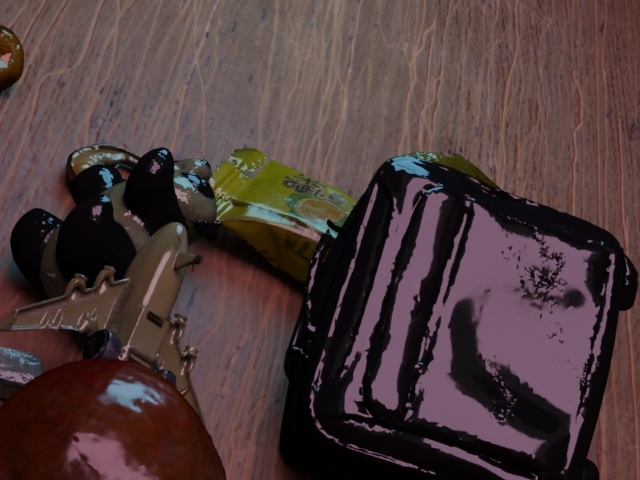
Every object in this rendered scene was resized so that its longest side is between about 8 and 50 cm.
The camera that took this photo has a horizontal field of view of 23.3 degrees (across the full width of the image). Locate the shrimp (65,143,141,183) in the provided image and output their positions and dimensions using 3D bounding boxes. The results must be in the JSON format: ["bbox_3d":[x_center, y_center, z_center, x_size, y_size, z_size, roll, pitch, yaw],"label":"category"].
[{"bbox_3d":[-0.205,-0.051,1.767,0.178,0.034,0.124,35,32,11],"label":"shrimp"}]

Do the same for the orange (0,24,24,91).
[{"bbox_3d":[-0.386,-0.208,1.801,0.086,0.062,0.086,5,82,-45],"label":"orange"}]

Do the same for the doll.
[{"bbox_3d":[-0.207,-0.012,1.625,0.234,0.143,0.135,-46,117,-35],"label":"doll"}]

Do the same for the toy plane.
[{"bbox_3d":[-0.185,0.095,1.497,0.242,0.104,0.256,36,74,-30],"label":"toy plane"}]

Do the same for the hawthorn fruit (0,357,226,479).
[{"bbox_3d":[-0.199,0.228,1.308,0.258,0.258,0.262,13,14,-19],"label":"hawthorn fruit"}]

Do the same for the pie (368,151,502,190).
[{"bbox_3d":[0.175,0.004,1.851,0.277,0.078,0.277,32,38,-29],"label":"pie"}]

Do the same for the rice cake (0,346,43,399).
[{"bbox_3d":[-0.381,0.111,1.471,0.245,0.042,0.045,13,53,-18],"label":"rice cake"}]

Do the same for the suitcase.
[{"bbox_3d":[0.136,0.113,1.617,0.339,0.188,0.345,20,64,-4],"label":"suitcase"}]

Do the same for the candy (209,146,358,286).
[{"bbox_3d":[0.000,0.000,1.791,0.297,0.081,0.187,36,32,1],"label":"candy"}]
